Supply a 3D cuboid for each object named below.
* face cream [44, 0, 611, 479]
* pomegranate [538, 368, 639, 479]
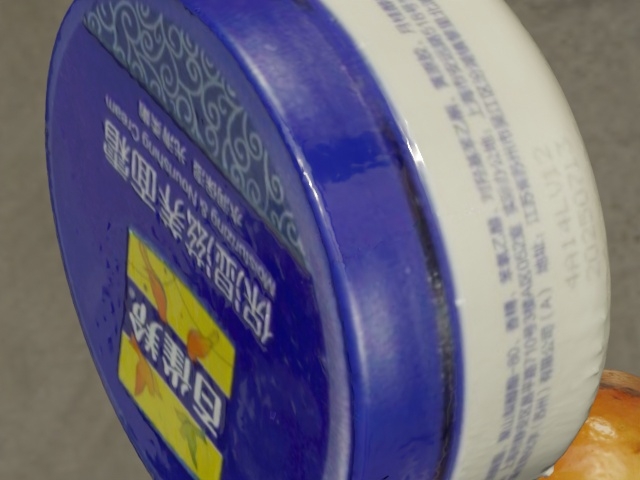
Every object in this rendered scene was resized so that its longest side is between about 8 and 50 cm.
[{"bbox_3d":[0.000,0.000,0.653,0.206,0.111,0.206,37,135,49],"label":"face cream"},{"bbox_3d":[0.170,0.187,1.324,0.209,0.209,0.209,11,104,51],"label":"pomegranate"}]
